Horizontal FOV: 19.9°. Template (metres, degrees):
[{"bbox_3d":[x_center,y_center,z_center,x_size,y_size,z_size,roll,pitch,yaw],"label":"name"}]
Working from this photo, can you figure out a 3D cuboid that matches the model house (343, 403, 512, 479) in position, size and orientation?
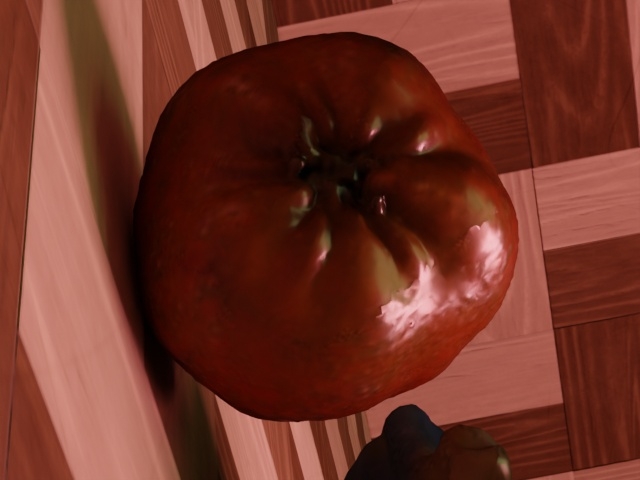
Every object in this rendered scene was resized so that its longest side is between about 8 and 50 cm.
[{"bbox_3d":[0.167,0.275,0.888,0.334,0.382,0.342,-100,-177,-62],"label":"model house"}]

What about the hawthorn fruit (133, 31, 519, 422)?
[{"bbox_3d":[0.000,0.000,0.832,0.189,0.189,0.189,-11,90,-87],"label":"hawthorn fruit"}]
